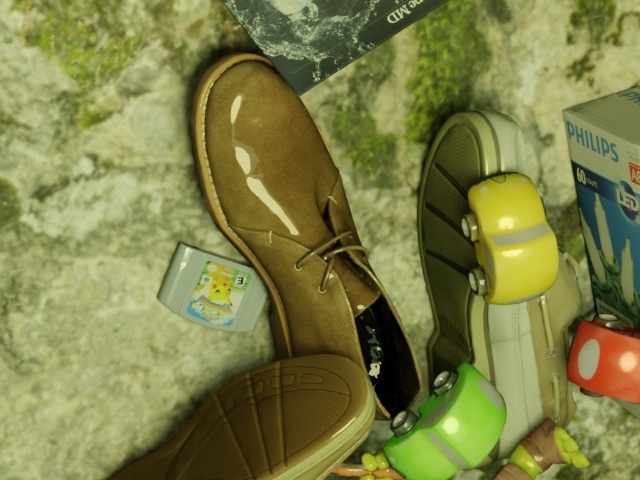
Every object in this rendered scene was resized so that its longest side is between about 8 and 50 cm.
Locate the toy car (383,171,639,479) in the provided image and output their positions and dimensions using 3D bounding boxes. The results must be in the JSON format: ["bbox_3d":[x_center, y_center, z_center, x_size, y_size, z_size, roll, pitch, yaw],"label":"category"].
[{"bbox_3d":[0.142,0.098,1.470,0.225,0.053,0.239,-46,111,-2],"label":"toy car"}]

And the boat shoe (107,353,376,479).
[{"bbox_3d":[-0.064,0.181,1.494,0.285,0.104,0.089,-32,132,24],"label":"boat shoe"}]

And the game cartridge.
[{"bbox_3d":[-0.080,0.039,1.522,0.083,0.017,0.056,18,102,-25],"label":"game cartridge"}]

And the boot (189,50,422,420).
[{"bbox_3d":[0.000,0.000,1.478,0.112,0.115,0.305,-32,116,-24],"label":"boot"}]

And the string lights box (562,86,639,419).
[{"bbox_3d":[0.273,0.021,1.589,0.076,0.133,0.260,-18,111,-15],"label":"string lights box"}]

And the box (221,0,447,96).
[{"bbox_3d":[0.001,-0.215,1.408,0.156,0.093,0.158,-32,117,15],"label":"box"}]

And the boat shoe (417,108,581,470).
[{"bbox_3d":[0.144,0.032,1.562,0.103,0.113,0.302,-12,120,-19],"label":"boat shoe"}]

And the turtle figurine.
[{"bbox_3d":[0.126,0.251,1.542,0.217,0.087,0.269,-32,89,-8],"label":"turtle figurine"}]
